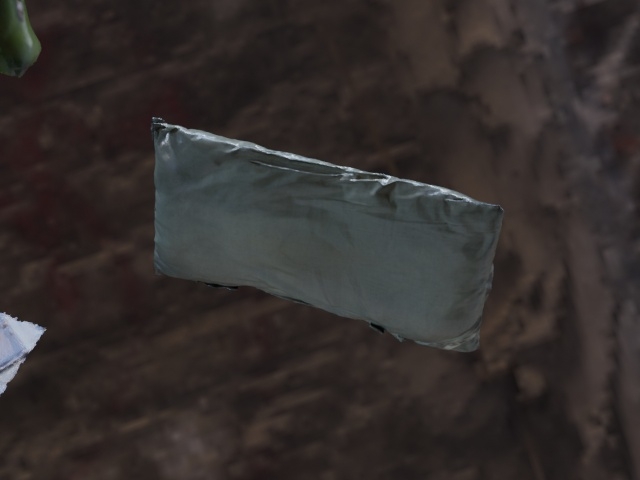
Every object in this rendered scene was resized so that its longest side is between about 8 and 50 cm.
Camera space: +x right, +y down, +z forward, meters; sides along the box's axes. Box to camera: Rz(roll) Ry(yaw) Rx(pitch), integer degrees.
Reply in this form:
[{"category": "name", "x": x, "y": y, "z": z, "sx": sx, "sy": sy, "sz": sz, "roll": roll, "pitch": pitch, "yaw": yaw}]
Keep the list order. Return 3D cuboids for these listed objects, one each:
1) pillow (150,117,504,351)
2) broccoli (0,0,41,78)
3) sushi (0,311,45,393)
[{"category": "pillow", "x": 0.000, "y": 0.000, "z": 1.259, "sx": 0.229, "sy": 0.148, "sz": 0.050, "roll": 12, "pitch": 47, "yaw": 3}, {"category": "broccoli", "x": -0.240, "y": -0.259, "z": 1.277, "sx": 0.177, "sy": 0.275, "sz": 0.198, "roll": -7, "pitch": 43, "yaw": 17}, {"category": "sushi", "x": -0.384, "y": 0.114, "z": 1.353, "sx": 0.294, "sy": 0.059, "sz": 0.292, "roll": 18, "pitch": 58, "yaw": 27}]
